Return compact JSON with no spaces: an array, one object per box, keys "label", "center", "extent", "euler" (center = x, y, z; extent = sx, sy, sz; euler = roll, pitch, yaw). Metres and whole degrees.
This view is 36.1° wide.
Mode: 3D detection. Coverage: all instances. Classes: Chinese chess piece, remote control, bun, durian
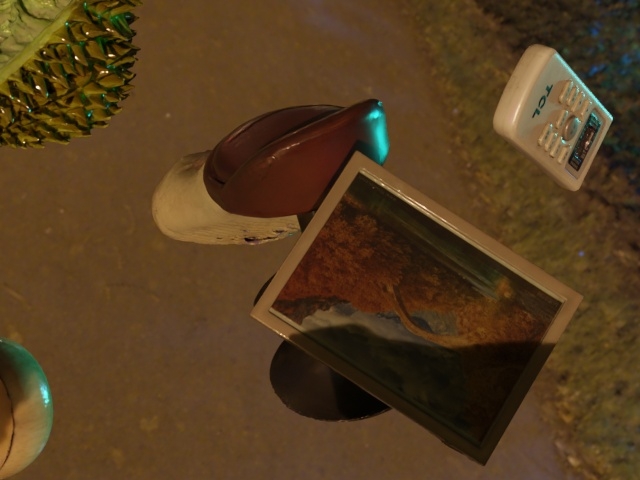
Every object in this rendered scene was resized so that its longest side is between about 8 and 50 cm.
[{"label":"Chinese chess piece","center":[-0.588,0.292,1.717],"extent":[0.257,0.257,0.104],"euler":[51,25,16]},{"label":"remote control","center":[0.216,-0.110,0.903],"extent":[0.029,0.087,0.190],"euler":[26,1,36]},{"label":"bun","center":[-0.131,-0.078,1.576],"extent":[0.273,0.273,0.168],"euler":[4,73,-50]},{"label":"durian","center":[-0.148,-0.130,0.546],"extent":[0.100,0.086,0.215],"euler":[10,50,-7]}]

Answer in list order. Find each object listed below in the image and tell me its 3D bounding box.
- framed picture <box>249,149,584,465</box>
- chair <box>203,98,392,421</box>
[{"label":"framed picture","center":[0.087,0.058,0.880],"extent":[0.250,0.184,0.016],"euler":[34,-11,1]},{"label":"chair","center":[0.000,0.000,1.170],"extent":[0.226,0.227,0.401],"euler":[-91,169,-55]}]
